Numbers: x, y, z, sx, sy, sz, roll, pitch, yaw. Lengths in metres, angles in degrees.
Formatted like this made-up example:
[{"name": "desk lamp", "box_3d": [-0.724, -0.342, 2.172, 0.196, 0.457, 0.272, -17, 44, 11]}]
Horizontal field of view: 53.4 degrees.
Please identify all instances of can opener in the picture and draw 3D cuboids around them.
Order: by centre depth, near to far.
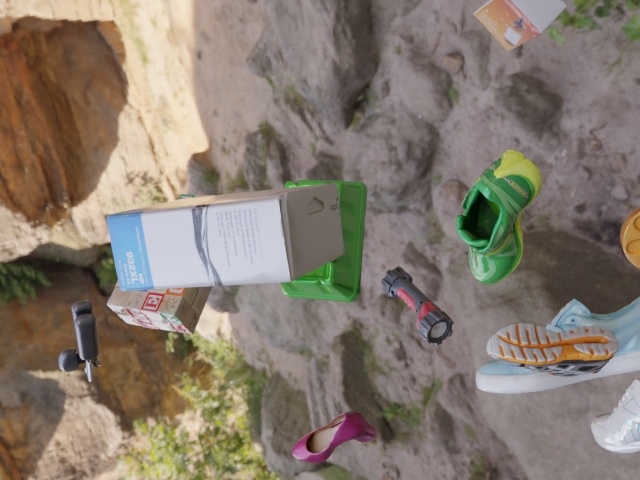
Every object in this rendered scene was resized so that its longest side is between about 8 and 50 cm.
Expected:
[{"name": "can opener", "box_3d": [-0.554, 0.243, 1.469, 0.074, 0.093, 0.280, 62, 147, 30]}]

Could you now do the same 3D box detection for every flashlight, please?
[{"name": "flashlight", "box_3d": [0.287, 0.200, 1.965, 0.304, 0.103, 0.103, -135, 33, -53]}]

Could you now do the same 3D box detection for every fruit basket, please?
[{"name": "fruit basket", "box_3d": [0.000, 0.000, 1.939, 0.392, 0.283, 0.392, 3, -90, -73]}]

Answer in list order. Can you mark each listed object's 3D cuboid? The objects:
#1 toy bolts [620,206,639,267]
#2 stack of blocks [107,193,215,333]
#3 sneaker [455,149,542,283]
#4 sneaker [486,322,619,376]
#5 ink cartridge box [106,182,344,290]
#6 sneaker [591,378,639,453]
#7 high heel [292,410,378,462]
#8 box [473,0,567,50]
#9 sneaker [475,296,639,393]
[{"name": "toy bolts", "box_3d": [0.537, 0.050, 0.848, 0.158, 0.218, 0.228, -88, -11, -70]}, {"name": "stack of blocks", "box_3d": [-0.309, 0.042, 1.377, 0.171, 0.297, 0.087, 5, 147, 23]}, {"name": "sneaker", "box_3d": [0.271, -0.025, 1.050, 0.109, 0.123, 0.295, 51, 161, 34]}, {"name": "sneaker", "box_3d": [0.395, 0.198, 1.096, 0.084, 0.215, 0.083, -82, -9, -46]}, {"name": "ink cartridge box", "box_3d": [-0.143, -0.009, 1.029, 0.308, 0.223, 0.129, -4, 98, 23]}, {"name": "sneaker", "box_3d": [0.271, 0.138, 0.517, 0.152, 0.054, 0.061, 126, 125, -68]}, {"name": "high heel", "box_3d": [0.005, 0.448, 1.462, 0.244, 0.117, 0.082, -22, 45, 34]}, {"name": "box", "box_3d": [0.457, -0.533, 1.475, 0.130, 0.091, 0.170, 44, 176, -8]}, {"name": "sneaker", "box_3d": [0.469, 0.192, 1.223, 0.135, 0.366, 0.150, 11, -116, -76]}]
